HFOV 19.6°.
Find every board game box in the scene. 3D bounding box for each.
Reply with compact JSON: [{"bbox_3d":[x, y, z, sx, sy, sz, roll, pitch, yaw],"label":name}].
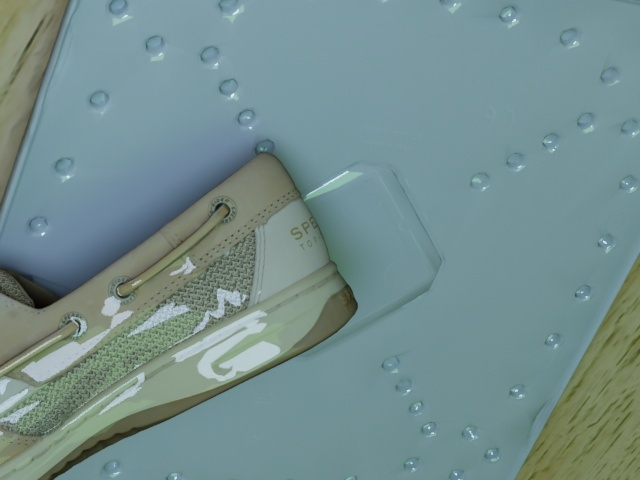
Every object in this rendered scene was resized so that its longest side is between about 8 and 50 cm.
[{"bbox_3d":[0.000,0.000,1.060,0.390,0.050,0.390,7,124,-27],"label":"board game box"}]

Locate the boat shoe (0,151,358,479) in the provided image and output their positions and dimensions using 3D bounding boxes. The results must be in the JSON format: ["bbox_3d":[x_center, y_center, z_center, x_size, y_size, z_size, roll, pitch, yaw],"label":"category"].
[{"bbox_3d":[-0.154,0.067,0.957,0.341,0.121,0.110,-27,95,-4],"label":"boat shoe"}]
